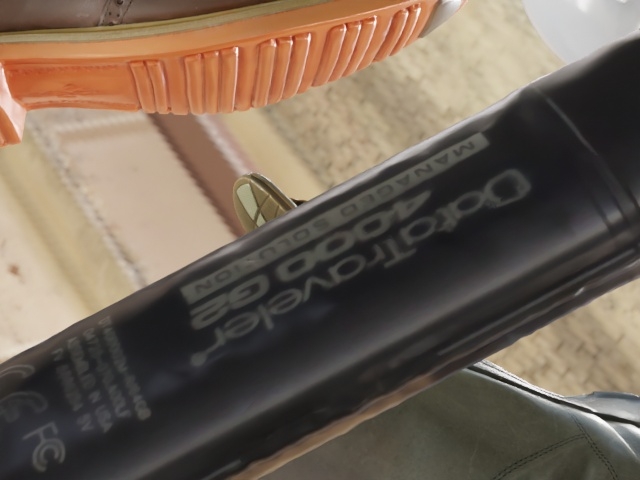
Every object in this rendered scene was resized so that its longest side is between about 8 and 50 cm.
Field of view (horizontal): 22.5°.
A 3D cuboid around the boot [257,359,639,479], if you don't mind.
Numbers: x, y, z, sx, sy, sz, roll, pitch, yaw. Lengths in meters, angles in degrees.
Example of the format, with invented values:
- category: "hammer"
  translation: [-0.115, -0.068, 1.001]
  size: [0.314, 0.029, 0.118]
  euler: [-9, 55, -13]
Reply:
- category: "boot"
  translation: [0.076, 0.108, 0.563]
  size: [0.246, 0.083, 0.161]
  euler: [6, -159, -15]

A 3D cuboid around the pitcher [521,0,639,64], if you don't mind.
- category: "pitcher"
  translation: [0.197, -0.216, 1.182]
  size: [0.207, 0.125, 0.178]
  euler: [58, -171, -17]

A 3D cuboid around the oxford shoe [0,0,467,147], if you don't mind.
- category: "oxford shoe"
  translation: [-0.101, -0.136, 0.839]
  size: [0.363, 0.130, 0.133]
  euler: [-9, -102, -11]

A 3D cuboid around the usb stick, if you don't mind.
- category: "usb stick"
  translation: [0.022, 0.011, 0.459]
  size: [0.278, 0.045, 0.077]
  euler: [-27, -136, -3]

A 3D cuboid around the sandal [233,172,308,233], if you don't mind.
- category: "sandal"
  translation: [0.000, 0.000, 1.349]
  size: [0.180, 0.072, 0.049]
  euler: [37, -122, -15]
